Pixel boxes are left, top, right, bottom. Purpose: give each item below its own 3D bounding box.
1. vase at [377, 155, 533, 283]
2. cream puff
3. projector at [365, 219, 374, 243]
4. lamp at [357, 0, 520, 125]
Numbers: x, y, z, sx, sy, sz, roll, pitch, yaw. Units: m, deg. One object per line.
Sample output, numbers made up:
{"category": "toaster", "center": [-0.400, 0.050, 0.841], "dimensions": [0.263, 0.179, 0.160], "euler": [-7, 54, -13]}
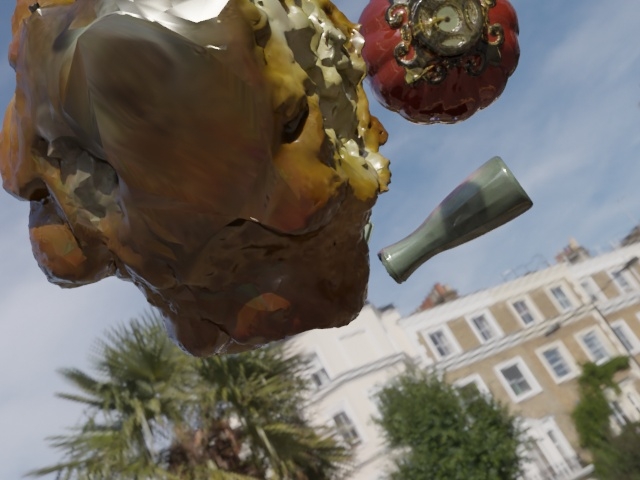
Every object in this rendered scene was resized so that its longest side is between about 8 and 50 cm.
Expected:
{"category": "vase", "center": [0.180, -0.021, 1.091], "dimensions": [0.214, 0.086, 0.086], "euler": [-36, -27, 13]}
{"category": "cream puff", "center": [-0.075, -0.067, 0.449], "dimensions": [0.155, 0.241, 0.269], "euler": [-40, -38, -69]}
{"category": "projector", "center": [0.000, 0.000, 1.023], "dimensions": [0.061, 0.115, 0.147], "euler": [-50, 10, 39]}
{"category": "lamp", "center": [0.159, -0.267, 1.087], "dimensions": [0.227, 0.227, 0.227], "euler": [-24, -27, -13]}
